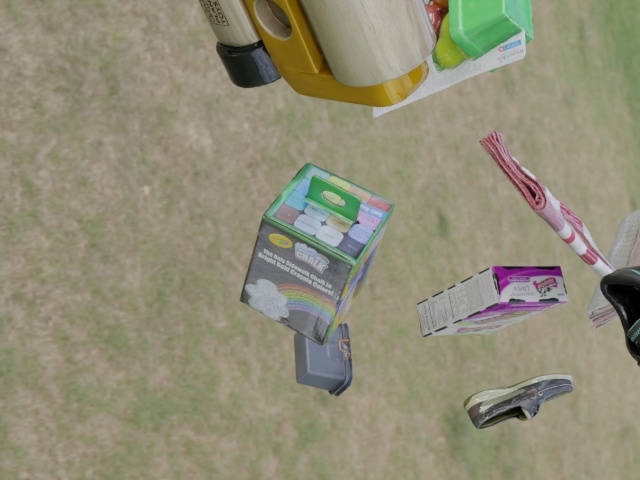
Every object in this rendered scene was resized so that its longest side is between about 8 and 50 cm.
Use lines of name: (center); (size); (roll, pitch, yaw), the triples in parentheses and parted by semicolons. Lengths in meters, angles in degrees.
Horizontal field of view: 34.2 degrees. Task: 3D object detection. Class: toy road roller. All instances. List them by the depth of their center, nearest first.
toy road roller: (0.011, -0.303, 1.133); (0.240, 0.329, 0.202); (-45, 130, -24)

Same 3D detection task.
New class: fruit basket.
fruit basket: (0.248, -0.430, 2.046); (0.165, 0.353, 0.327); (22, 58, -38)

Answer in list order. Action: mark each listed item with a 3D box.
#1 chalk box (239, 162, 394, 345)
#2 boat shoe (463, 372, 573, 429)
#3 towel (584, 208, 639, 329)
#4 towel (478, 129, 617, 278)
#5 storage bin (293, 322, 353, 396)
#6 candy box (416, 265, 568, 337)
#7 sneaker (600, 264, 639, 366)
chalk box: (0.000, 0.000, 1.313); (0.132, 0.132, 0.213); (-53, 168, -46)
boat shoe: (0.397, 0.323, 2.054); (0.080, 0.223, 0.073); (86, -10, -55)
towel: (0.680, -0.003, 2.093); (0.053, 0.317, 0.332); (37, 53, -5)
towel: (0.408, -0.031, 1.731); (0.329, 0.037, 0.237); (39, 16, -34)
storage bin: (0.004, 0.221, 1.997); (0.091, 0.098, 0.135); (11, 55, -25)
candy box: (0.302, 0.112, 1.860); (0.159, 0.233, 0.071); (1, 71, -30)
sneaker: (0.372, 0.131, 1.063); (0.106, 0.101, 0.267); (5, 43, -23)
